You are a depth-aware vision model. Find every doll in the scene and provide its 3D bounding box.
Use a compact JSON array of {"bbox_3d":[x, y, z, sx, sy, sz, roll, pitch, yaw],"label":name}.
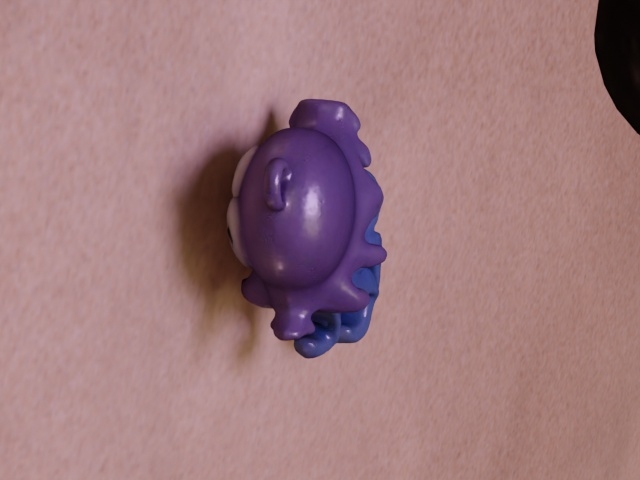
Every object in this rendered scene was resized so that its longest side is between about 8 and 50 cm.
[{"bbox_3d":[0.000,0.000,0.895,0.206,0.067,0.110,52,43,-70],"label":"doll"}]

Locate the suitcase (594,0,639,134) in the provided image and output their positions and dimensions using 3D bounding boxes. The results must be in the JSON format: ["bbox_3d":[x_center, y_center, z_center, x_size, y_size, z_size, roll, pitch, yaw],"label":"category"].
[{"bbox_3d":[0.001,-0.209,0.419,0.188,0.339,0.345,-47,-165,10],"label":"suitcase"}]
